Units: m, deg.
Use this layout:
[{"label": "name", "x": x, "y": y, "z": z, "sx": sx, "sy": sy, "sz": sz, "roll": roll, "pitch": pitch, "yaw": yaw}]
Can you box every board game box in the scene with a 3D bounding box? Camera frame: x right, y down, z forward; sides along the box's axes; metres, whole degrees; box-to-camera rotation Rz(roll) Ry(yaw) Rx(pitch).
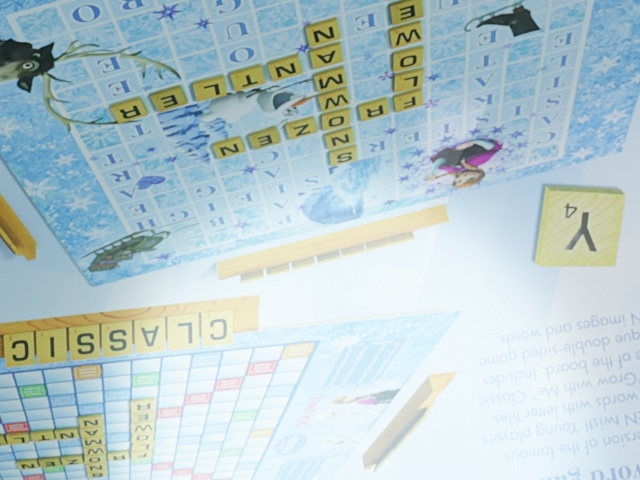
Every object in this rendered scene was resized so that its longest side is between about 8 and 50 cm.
[{"label": "board game box", "x": 0.000, "y": 0.000, "z": 0.549, "sx": 0.318, "sy": 0.066, "sz": 0.318, "roll": -10, "pitch": 74, "yaw": 12}]
